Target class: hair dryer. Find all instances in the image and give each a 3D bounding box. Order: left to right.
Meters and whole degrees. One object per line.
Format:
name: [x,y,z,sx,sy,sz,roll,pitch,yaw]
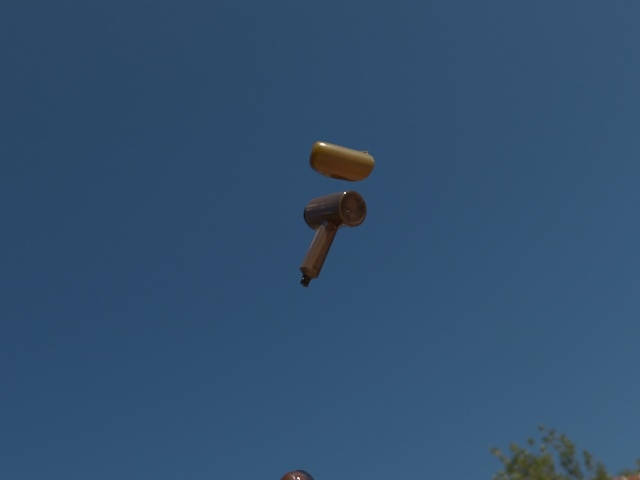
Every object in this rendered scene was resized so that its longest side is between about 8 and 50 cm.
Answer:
hair dryer: [0.000,0.000,1.558,0.064,0.117,0.181,38,-116,-27]

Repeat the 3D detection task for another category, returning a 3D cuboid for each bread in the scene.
bread: [0.033,-0.121,1.445,0.103,0.049,0.062,15,-14,3]

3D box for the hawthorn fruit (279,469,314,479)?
hawthorn fruit: [-0.028,0.434,1.551,0.067,0.103,0.066,-19,-60,-37]
